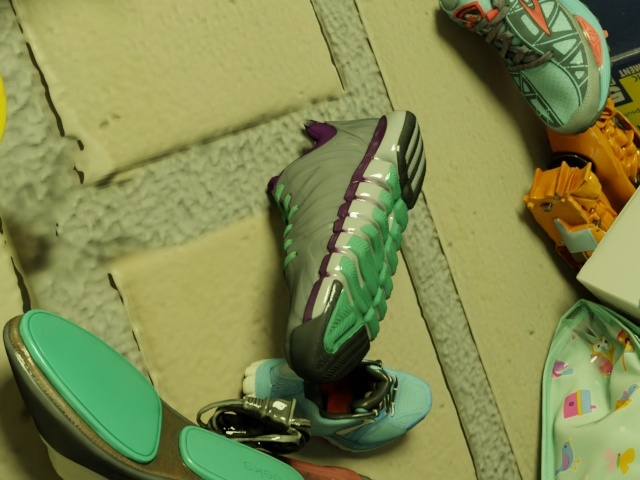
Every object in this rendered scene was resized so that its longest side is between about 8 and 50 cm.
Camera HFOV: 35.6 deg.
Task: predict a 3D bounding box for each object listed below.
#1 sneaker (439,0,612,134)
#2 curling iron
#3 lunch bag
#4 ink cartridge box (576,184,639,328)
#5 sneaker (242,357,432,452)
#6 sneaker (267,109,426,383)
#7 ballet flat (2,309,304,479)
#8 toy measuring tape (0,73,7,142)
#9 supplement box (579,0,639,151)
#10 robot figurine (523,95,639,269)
[{"bbox_3d":[0.160,-0.205,0.904,0.125,0.104,0.262,-23,83,-36],"label":"sneaker"},{"bbox_3d":[0.026,0.166,0.663,0.274,0.068,0.035,36,44,-37],"label":"curling iron"},{"bbox_3d":[0.307,0.200,0.892,0.223,0.160,0.262,36,38,-30],"label":"lunch bag"},{"bbox_3d":[0.392,0.051,0.902,0.232,0.171,0.168,38,86,-32],"label":"ink cartridge box"},{"bbox_3d":[0.027,0.109,0.671,0.162,0.073,0.063,9,71,-45],"label":"sneaker"},{"bbox_3d":[0.000,0.000,0.665,0.083,0.098,0.224,74,30,-41],"label":"sneaker"},{"bbox_3d":[-0.096,0.116,0.532,0.203,0.074,0.074,38,53,-24],"label":"ballet flat"},{"bbox_3d":[-0.171,-0.091,0.488,0.330,0.121,0.121,-46,112,-44],"label":"toy measuring tape"},{"bbox_3d":[0.444,-0.159,1.116,0.356,0.194,0.195,41,51,-32],"label":"supplement box"},{"bbox_3d":[0.314,-0.015,1.014,0.291,0.085,0.211,40,53,-32],"label":"robot figurine"}]
